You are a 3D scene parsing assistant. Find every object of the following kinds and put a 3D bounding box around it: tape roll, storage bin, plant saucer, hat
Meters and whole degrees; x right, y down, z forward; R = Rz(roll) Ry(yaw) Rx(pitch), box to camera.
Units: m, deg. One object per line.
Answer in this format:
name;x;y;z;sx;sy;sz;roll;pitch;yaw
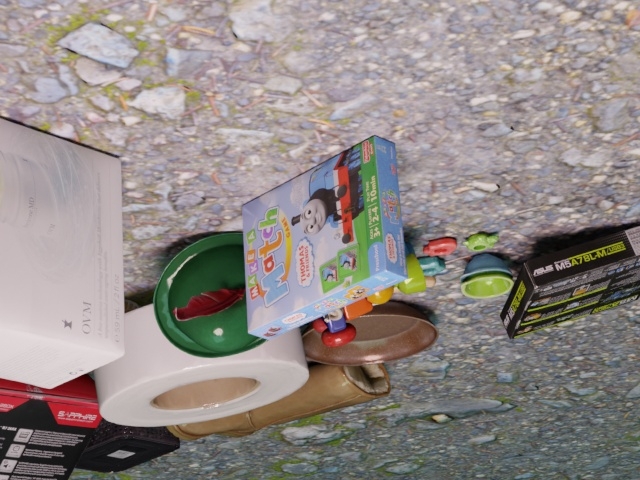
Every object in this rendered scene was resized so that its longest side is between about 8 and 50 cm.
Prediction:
tape roll;-0.162;0.161;1.972;0.286;0.100;0.286;-11;161;-4
storage bin;-0.316;0.297;2.309;0.180;0.084;0.122;-25;149;39
plant saucer;0.064;0.125;2.055;0.199;0.036;0.198;-4;157;-2
hat;-0.096;0.104;1.717;0.209;0.183;0.173;-4;117;-20

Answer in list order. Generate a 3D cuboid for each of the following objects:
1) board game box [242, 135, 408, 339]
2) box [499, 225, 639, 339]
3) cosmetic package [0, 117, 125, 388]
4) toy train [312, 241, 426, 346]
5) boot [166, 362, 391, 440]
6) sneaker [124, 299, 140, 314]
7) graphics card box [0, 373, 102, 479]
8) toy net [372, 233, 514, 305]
board game box;0.000;0.000;1.607;0.039;0.160;0.211;19;146;-40
box;0.335;0.052;1.886;0.191;0.045;0.184;-17;160;-10
cosmetic package;-0.323;0.008;1.482;0.225;0.224;0.138;17;148;-42
toy train;0.059;0.056;1.721;0.143;0.105;0.248;-17;-171;-5
boot;-0.068;0.225;2.204;0.270;0.089;0.236;-19;165;30
sneaker;-0.271;0.095;1.937;0.083;0.031;0.037;-8;172;13
graphics card box;-0.492;0.343;2.140;0.233;0.094;0.371;13;114;-39
toy net;0.124;0.048;1.880;0.232;0.045;0.122;-12;156;15
